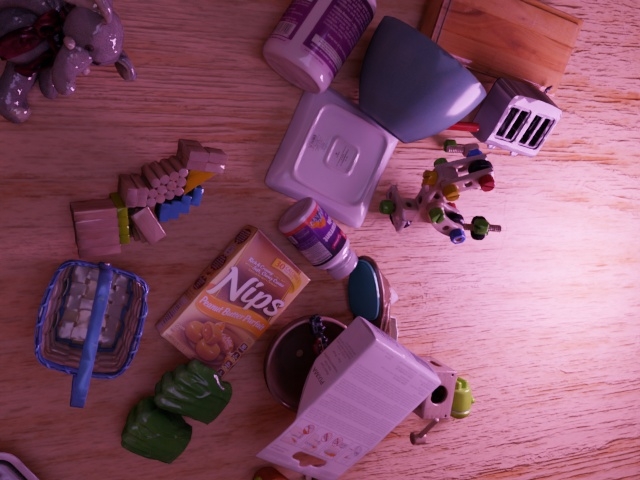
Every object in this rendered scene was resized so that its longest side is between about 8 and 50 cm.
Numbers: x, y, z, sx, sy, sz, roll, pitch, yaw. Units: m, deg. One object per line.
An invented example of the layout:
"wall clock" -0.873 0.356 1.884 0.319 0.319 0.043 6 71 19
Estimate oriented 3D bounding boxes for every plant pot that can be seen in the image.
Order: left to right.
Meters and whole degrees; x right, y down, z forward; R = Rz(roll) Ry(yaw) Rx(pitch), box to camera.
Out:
"plant pot" -0.033 0.285 1.600 0.237 0.110 0.237 -4 101 -22
"plant pot" 0.198 -0.339 1.517 0.290 0.290 0.195 34 99 -23

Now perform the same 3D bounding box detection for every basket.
"basket" -0.450 0.165 1.310 0.201 0.289 0.255 14 92 -24

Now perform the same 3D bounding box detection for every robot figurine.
"robot figurine" 0.376 0.433 1.814 0.101 0.067 0.115 -9 102 -29

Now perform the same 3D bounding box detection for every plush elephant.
"plush elephant" -0.477 -0.363 1.218 0.255 0.272 0.330 23 69 19

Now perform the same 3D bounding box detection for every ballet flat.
"ballet flat" 0.143 0.193 1.667 0.124 0.116 0.342 -16 106 -41

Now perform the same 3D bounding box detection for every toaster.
"toaster" 0.495 -0.312 1.685 0.168 0.110 0.186 12 124 -25

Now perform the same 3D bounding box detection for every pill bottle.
"pill bottle" 0.000 0.000 1.568 0.108 0.108 0.193 -47 112 -9
"pill bottle" 0.017 -0.489 1.463 0.169 0.169 0.301 35 85 -23

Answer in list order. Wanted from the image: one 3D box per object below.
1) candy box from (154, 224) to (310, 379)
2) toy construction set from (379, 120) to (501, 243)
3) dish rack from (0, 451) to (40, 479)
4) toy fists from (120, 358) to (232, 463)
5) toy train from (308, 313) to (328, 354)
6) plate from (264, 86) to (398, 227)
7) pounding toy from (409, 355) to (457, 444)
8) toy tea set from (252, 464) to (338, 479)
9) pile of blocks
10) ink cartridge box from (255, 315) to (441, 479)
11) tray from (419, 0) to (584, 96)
"candy box" -0.198 0.141 1.520 0.316 0.087 0.183 -48 114 -8
"toy construction set" 0.271 -0.144 1.616 0.237 0.257 0.309 4 77 -11
"dish rack" -0.680 0.621 1.409 0.285 0.072 0.333 -38 110 -12
"toy fists" -0.327 0.372 1.467 0.142 0.096 0.279 33 111 -31
"toy train" 0.001 0.245 1.533 0.036 0.027 0.158 -18 104 -15
"plate" 0.042 -0.201 1.588 0.278 0.045 0.277 25 89 -23
"pounding toy" 0.286 0.423 1.714 0.094 0.181 0.206 6 96 -24
"toy tea set" -0.036 0.667 1.652 0.336 0.124 0.200 6 96 -23
"pile of blocks" -0.363 -0.094 1.413 0.362 0.112 0.149 -30 127 -11
"ink cartridge box" 0.060 0.388 1.569 0.385 0.091 0.308 -45 133 8
"tray" 0.450 -0.511 1.661 0.411 0.076 0.203 10 106 -25
